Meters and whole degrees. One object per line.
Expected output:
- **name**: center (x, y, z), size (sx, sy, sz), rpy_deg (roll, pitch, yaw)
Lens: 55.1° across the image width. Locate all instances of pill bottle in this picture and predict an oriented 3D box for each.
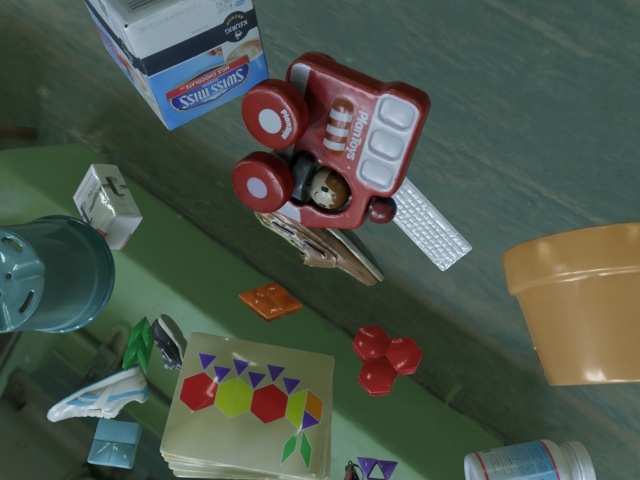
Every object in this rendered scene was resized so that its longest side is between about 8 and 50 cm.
- **pill bottle**: center (0.288, 0.326, 0.849), size (0.160, 0.087, 0.087), rpy_deg (-11, 95, -1)

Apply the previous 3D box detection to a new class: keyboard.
- **keyboard**: center (0.163, -0.055, 1.112), size (0.256, 0.014, 0.072), rpy_deg (45, 118, -7)

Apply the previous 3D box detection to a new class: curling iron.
- **curling iron**: center (0.058, 0.676, 1.499), size (0.035, 0.274, 0.068), rpy_deg (-14, 133, 35)

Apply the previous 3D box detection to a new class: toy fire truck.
- **toy fire truck**: center (0.017, -0.135, 0.964), size (0.254, 0.169, 0.302), rpy_deg (27, 132, 14)

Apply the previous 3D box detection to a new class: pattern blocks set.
- **pattern blocks set**: center (-0.070, 0.184, 0.674), size (0.325, 0.026, 0.285), rpy_deg (17, 64, 5)

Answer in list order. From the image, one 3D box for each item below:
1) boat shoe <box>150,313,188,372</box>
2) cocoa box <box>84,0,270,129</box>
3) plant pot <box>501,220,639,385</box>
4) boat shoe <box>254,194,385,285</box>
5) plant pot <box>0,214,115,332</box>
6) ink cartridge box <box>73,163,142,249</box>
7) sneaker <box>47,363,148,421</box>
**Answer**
- **boat shoe**: center (-0.338, 0.271, 1.441), size (0.065, 0.075, 0.206), rpy_deg (-40, 69, 8)
- **cocoa box**: center (-0.289, -0.423, 1.159), size (0.231, 0.228, 0.347), rpy_deg (-30, 55, -15)
- **plant pot**: center (0.425, 0.106, 0.898), size (0.291, 0.291, 0.203), rpy_deg (-7, 74, 18)
- **boat shoe**: center (0.000, 0.000, 1.216), size (0.104, 0.111, 0.307), rpy_deg (-43, 113, 9)
- **plant pot**: center (-0.761, 0.094, 1.597), size (0.341, 0.334, 0.341), rpy_deg (0, 89, 1)
- **ink cartridge box**: center (-0.648, -0.103, 1.862), size (0.158, 0.092, 0.218), rpy_deg (-48, 61, 30)
- **sneaker**: center (-0.507, 0.367, 1.398), size (0.228, 0.087, 0.092), rpy_deg (-23, 92, -3)
